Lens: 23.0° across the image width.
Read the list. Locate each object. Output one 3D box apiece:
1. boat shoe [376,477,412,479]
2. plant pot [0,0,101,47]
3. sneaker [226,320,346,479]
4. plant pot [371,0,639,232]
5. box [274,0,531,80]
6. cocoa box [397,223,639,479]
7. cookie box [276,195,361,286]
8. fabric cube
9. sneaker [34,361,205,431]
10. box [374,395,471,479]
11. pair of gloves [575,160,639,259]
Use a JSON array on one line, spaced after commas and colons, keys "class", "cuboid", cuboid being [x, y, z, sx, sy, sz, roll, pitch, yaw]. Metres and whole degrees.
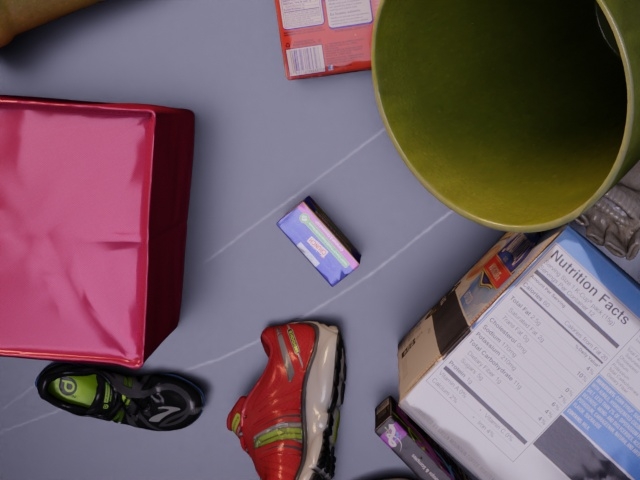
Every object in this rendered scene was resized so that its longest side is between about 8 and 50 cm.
[{"class": "boat shoe", "cuboid": [-0.031, 0.386, 1.687, 0.367, 0.156, 0.136, -30, 94, 6]}, {"class": "plant pot", "cuboid": [-0.277, -0.337, 1.598, 0.254, 0.276, 0.276, -16, 94, -7]}, {"class": "sneaker", "cuboid": [-0.045, 0.217, 1.671, 0.118, 0.107, 0.279, 4, 60, 12]}, {"class": "plant pot", "cuboid": [0.243, -0.182, 1.472, 0.275, 0.293, 0.275, 19, 120, 35]}, {"class": "box", "cuboid": [0.083, -0.247, 1.639, 0.257, 0.122, 0.128, -8, 96, 3]}, {"class": "cocoa box", "cuboid": [0.233, 0.124, 1.554, 0.231, 0.347, 0.228, 42, 95, -1]}, {"class": "cookie box", "cuboid": [0.000, 0.000, 1.674, 0.040, 0.107, 0.092, -41, 92, 6]}, {"class": "fabric cube", "cuboid": [-0.276, -0.017, 1.612, 0.254, 0.258, 0.259, 4, 96, 2]}, {"class": "sneaker", "cuboid": [-0.221, 0.175, 1.717, 0.188, 0.078, 0.067, 9, 96, 1]}, {"class": "box", "cuboid": [0.122, 0.242, 1.687, 0.029, 0.116, 0.162, -43, 93, 5]}, {"class": "pair of gloves", "cuboid": [0.366, -0.024, 1.622, 0.240, 0.204, 0.042, 40, 135, -6]}]
